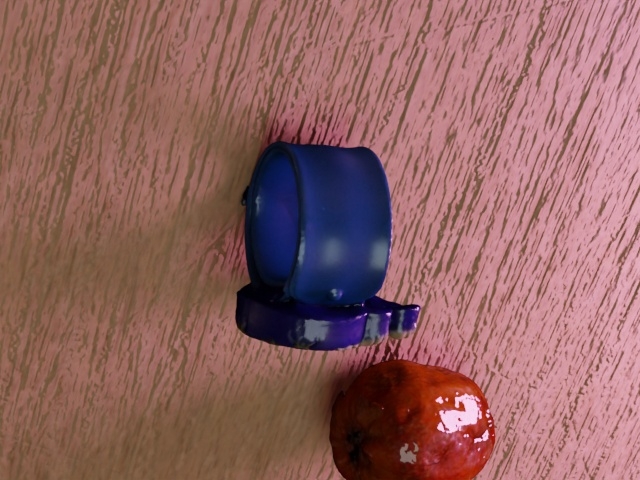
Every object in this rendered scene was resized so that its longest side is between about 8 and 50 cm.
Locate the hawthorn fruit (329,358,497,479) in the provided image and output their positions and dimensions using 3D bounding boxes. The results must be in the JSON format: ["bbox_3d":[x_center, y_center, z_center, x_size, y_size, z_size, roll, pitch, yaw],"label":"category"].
[{"bbox_3d":[0.097,0.207,1.884,0.179,0.173,0.173,-41,132,-22],"label":"hawthorn fruit"}]

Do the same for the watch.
[{"bbox_3d":[-0.003,0.002,1.688,0.171,0.196,0.200,-2,104,-30],"label":"watch"}]
